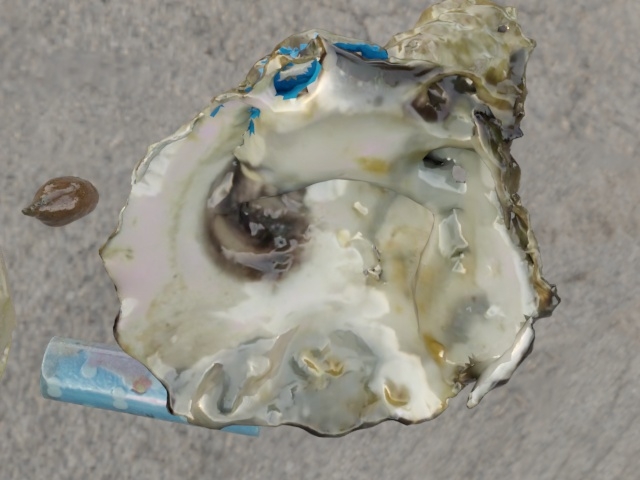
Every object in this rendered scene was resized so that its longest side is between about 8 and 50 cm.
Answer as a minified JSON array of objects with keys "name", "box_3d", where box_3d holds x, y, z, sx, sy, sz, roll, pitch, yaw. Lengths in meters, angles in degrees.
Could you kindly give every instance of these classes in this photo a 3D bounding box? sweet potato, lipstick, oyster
[{"name":"sweet potato","box_3d":[-0.258,-0.037,1.060,0.049,0.049,0.117,32,18,9]},{"name":"lipstick","box_3d":[-0.116,0.103,0.773,0.158,0.048,0.048,10,55,2]},{"name":"oyster","box_3d":[0.000,0.000,0.528,0.223,0.214,0.083,-4,24,9]}]

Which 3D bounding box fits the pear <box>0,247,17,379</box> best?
[{"name":"pear","box_3d":[-0.384,0.066,0.915,0.271,0.271,0.271,6,55,-9]}]
